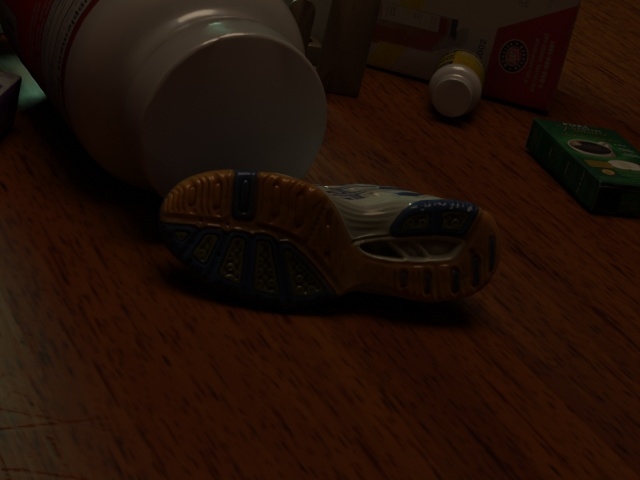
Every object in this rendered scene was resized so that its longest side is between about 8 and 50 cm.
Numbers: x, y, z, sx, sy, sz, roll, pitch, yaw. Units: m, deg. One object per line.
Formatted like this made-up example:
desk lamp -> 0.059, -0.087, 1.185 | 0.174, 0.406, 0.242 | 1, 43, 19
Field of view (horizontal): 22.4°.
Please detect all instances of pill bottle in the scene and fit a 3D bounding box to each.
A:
pill bottle -> -0.154, -0.183, 1.539 | 0.229, 0.229, 0.407 | 1, 25, -27
pill bottle -> 0.164, -0.186, 1.945 | 0.065, 0.065, 0.116 | 15, 22, 4

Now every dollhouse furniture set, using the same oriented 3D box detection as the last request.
dollhouse furniture set -> -0.025, -0.266, 1.947 | 0.144, 0.123, 0.151 | 7, 23, -16

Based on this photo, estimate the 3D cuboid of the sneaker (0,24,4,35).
sneaker -> -0.359, -0.281, 1.679 | 0.100, 0.108, 0.271 | 34, 12, 11

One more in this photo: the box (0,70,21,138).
box -> -0.444, -0.136, 1.482 | 0.293, 0.057, 0.201 | 14, 21, 1

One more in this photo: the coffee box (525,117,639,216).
coffee box -> 0.317, -0.081, 1.814 | 0.113, 0.040, 0.184 | 5, 24, -22

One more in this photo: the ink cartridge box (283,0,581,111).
ink cartridge box -> 0.145, -0.355, 2.059 | 0.385, 0.279, 0.160 | 15, 23, 6

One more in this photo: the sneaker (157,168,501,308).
sneaker -> 0.000, 0.000, 1.393 | 0.296, 0.112, 0.131 | 9, 5, -16
